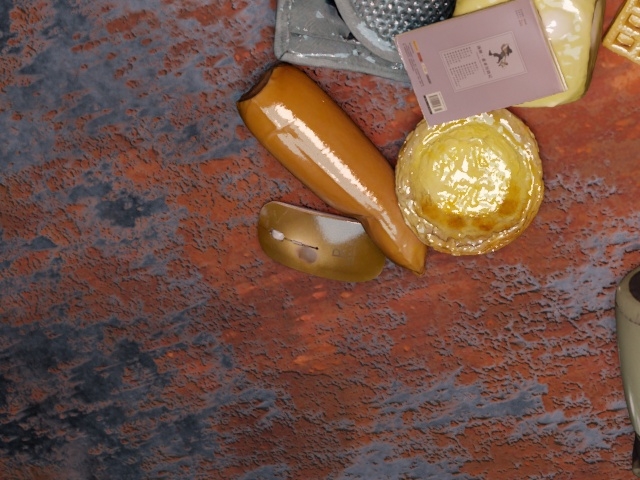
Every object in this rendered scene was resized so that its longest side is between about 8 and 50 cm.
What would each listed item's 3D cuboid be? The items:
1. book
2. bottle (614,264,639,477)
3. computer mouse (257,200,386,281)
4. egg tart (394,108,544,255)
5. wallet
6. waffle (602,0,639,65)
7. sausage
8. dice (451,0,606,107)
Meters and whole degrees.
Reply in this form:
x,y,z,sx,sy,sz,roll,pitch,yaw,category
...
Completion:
x,y,z,sx,sy,sz,roll,pitch,yaw,category
0.189,-0.212,1.656,0.181,0.014,0.127,-13,114,27,book
0.497,0.202,1.905,0.168,0.168,0.347,0,123,19,bottle
0.000,0.001,2.031,0.199,0.045,0.102,15,120,10,computer mouse
0.198,-0.083,1.862,0.212,0.090,0.213,0,99,-1,egg tart
0.063,-0.368,1.783,0.237,0.075,0.342,11,121,9,wallet
0.461,-0.251,1.737,0.191,0.032,0.125,26,121,1,waffle
0.037,-0.093,1.914,0.354,0.134,0.116,45,80,-12,sausage
0.257,-0.270,1.709,0.169,0.169,0.166,9,120,15,dice
